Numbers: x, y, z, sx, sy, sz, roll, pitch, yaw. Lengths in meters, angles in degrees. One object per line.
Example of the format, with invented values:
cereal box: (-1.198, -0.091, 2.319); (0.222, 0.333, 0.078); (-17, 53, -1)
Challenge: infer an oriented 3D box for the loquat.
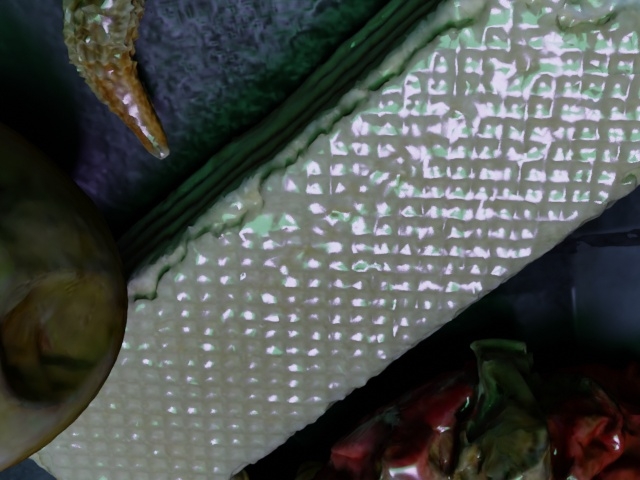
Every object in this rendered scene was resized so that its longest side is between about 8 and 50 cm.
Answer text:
loquat: (-0.197, 0.020, 0.567); (0.227, 0.179, 0.179); (14, 133, 35)

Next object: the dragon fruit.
dragon fruit: (0.104, 0.183, 0.660); (0.317, 0.152, 0.205); (-39, 116, 10)

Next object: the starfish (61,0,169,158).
starfish: (-0.133, -0.169, 0.508); (0.301, 0.084, 0.293); (24, 121, -19)

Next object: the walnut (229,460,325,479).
walnut: (-0.032, 0.202, 0.770); (0.143, 0.069, 0.170); (4, 120, -5)

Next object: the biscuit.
biscuit: (0.000, 0.000, 0.622); (0.426, 0.078, 0.144); (-38, 115, 24)
